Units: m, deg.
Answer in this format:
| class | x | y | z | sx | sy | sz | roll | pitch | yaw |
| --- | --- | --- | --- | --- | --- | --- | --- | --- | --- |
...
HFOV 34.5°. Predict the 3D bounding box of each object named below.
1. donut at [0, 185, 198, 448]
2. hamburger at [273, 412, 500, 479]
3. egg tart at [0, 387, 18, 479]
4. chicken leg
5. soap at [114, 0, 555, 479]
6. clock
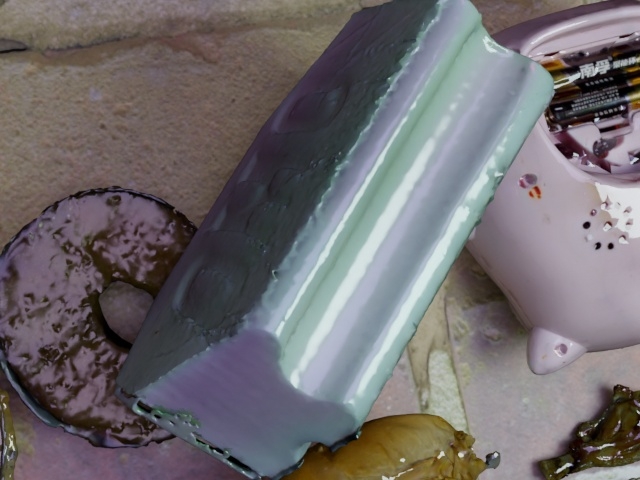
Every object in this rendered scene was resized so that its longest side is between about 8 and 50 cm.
| class | x | y | z | sx | sy | sz | roll | pitch | yaw |
| --- | --- | --- | --- | --- | --- | --- | --- | --- | --- |
| donut | -0.208 | 0.081 | 1.086 | 0.272 | 0.107 | 0.272 | 0 | 88 | -12 |
| hamburger | 0.038 | 0.308 | 1.019 | 0.314 | 0.289 | 0.170 | -26 | 53 | -26 |
| egg tart | -0.510 | 0.203 | 0.950 | 0.443 | 0.178 | 0.443 | 0 | 86 | -5 |
| chicken leg | 0.334 | 0.228 | 1.208 | 0.178 | 0.070 | 0.093 | -27 | 90 | -4 |
| soap | 0.000 | 0.000 | 0.963 | 0.156 | 0.261 | 0.446 | 35 | 80 | -24 |
| clock | 0.303 | -0.066 | 1.136 | 0.368 | 0.250 | 0.376 | -15 | 86 | -14 |
